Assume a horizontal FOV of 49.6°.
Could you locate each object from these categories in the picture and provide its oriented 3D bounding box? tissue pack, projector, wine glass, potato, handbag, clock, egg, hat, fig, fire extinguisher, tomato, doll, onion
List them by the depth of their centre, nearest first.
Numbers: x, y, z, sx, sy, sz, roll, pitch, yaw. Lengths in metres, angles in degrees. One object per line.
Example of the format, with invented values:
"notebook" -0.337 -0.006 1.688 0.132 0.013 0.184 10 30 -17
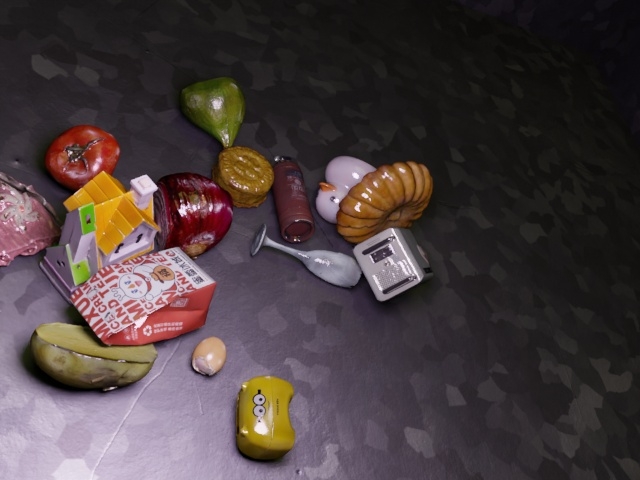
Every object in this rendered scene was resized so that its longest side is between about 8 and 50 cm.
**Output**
"potato" -0.491 0.264 1.490 0.272 0.111 0.160 17 11 -34
"handbag" -0.403 0.139 1.583 0.171 0.151 0.298 39 34 26
"tissue pack" -0.133 0.403 1.584 0.127 0.123 0.178 14 49 -20
"clock" -0.492 -0.030 1.598 0.166 0.309 0.235 48 46 11
"hat" -0.760 -0.080 1.626 0.286 0.107 0.237 49 36 7
"egg" -0.261 0.272 1.648 0.080 0.080 0.096 35 41 -1
"tomato" -0.611 -0.212 1.786 0.187 0.151 0.186 0 88 -2
"onion" -0.326 -0.078 1.818 0.206 0.207 0.216 -5 63 -30
"wine glass" 0.000 0.000 1.896 0.310 0.264 0.096 21 46 -15
"projector" 0.213 0.066 1.990 0.177 0.164 0.242 64 17 10
"fire extinguisher" -0.085 -0.146 2.091 0.138 0.102 0.343 36 30 -43
"fig" -0.311 -0.373 2.110 0.203 0.203 0.235 -19 93 -40
"doll" 0.088 -0.138 2.142 0.251 0.221 0.221 32 37 -45

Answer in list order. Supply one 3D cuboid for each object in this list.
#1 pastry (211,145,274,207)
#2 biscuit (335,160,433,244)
"pastry" -0.228 -0.189 2.032 0.189 0.103 0.188 17 47 -19
"biscuit" 0.199 -0.098 2.052 0.326 0.325 0.107 -8 52 -35
